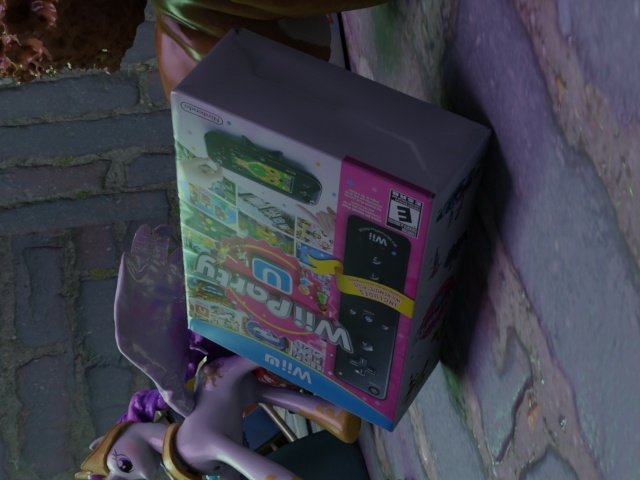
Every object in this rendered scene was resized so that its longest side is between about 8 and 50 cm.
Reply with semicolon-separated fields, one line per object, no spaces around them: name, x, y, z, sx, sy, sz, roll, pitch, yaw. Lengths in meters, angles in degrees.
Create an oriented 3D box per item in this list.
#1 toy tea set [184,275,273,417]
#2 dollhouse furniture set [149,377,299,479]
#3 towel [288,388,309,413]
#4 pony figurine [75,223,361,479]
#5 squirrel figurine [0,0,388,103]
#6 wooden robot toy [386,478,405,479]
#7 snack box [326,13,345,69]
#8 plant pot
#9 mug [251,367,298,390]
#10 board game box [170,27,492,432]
toy tea set;-0.138;0.146;2.005;0.200;0.124;0.336;20;121;42
dollhouse furniture set;-0.106;0.334;1.769;0.286;0.198;0.303;47;163;24
towel;-0.040;0.227;1.914;0.148;0.027;0.110;127;134;-74
pony figurine;-0.130;0.187;1.491;0.303;0.363;0.351;43;-124;-49
squirrel figurine;-0.123;-0.253;1.015;0.370;0.397;0.281;112;146;-52
wooden robot toy;0.063;0.296;1.250;0.173;0.079;0.076;-144;48;-75
snack box;-0.022;-0.161;1.455;0.322;0.060;0.187;127;135;-76
plant pot;-0.041;0.405;1.572;0.290;0.195;0.290;173;90;-79
mug;-0.069;0.188;1.749;0.113;0.150;0.169;54;162;2
board game box;0.000;0.000;0.985;0.097;0.224;0.303;-53;-21;-35
